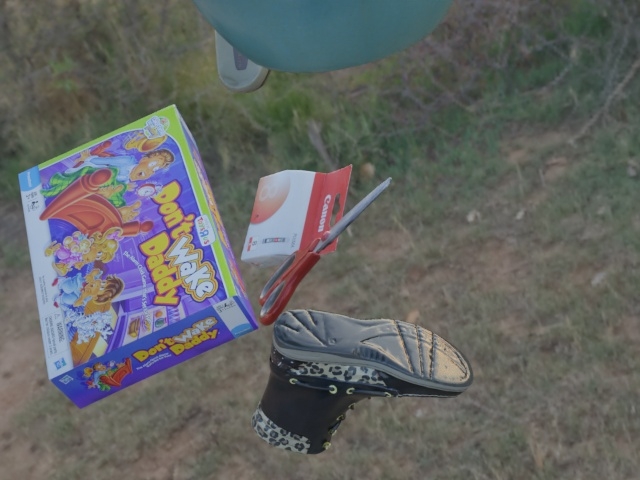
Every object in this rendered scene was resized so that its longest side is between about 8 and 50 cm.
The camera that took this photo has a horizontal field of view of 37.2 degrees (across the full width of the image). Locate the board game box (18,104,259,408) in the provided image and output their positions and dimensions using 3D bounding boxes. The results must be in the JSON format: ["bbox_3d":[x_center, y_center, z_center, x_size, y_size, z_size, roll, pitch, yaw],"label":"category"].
[{"bbox_3d":[-0.238,0.007,1.189,0.233,0.078,0.347,-24,50,1],"label":"board game box"}]

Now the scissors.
[{"bbox_3d":[0.000,0.000,1.239,0.297,0.021,0.109,-51,14,28],"label":"scissors"}]

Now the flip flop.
[{"bbox_3d":[-0.126,-0.338,1.284,0.112,0.277,0.080,0,7,34],"label":"flip flop"}]

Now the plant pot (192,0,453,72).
[{"bbox_3d":[-0.003,-0.279,0.767,0.293,0.235,0.293,-10,34,7],"label":"plant pot"}]

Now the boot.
[{"bbox_3d":[0.042,0.177,1.115,0.236,0.179,0.085,13,38,-9],"label":"boot"}]

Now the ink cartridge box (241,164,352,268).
[{"bbox_3d":[-0.038,-0.039,1.420,0.179,0.045,0.145,-15,56,49],"label":"ink cartridge box"}]
